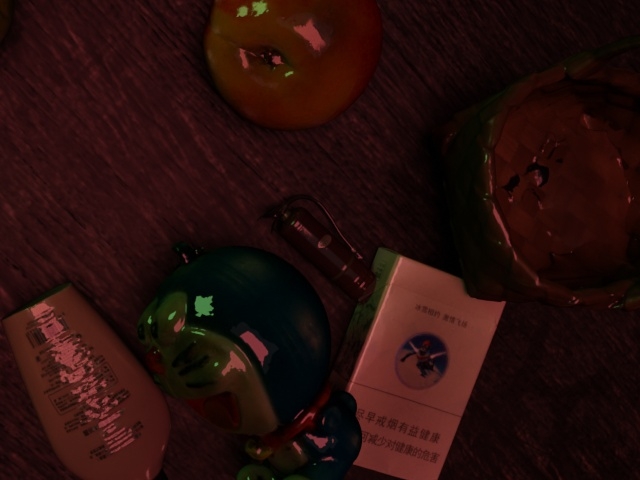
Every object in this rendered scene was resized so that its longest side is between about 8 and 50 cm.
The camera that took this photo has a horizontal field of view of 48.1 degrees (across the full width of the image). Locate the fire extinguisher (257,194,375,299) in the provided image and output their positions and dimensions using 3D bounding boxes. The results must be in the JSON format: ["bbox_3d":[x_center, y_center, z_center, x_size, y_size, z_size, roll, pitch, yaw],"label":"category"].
[{"bbox_3d":[0.000,0.000,0.857,0.157,0.045,0.078,42,55,-17],"label":"fire extinguisher"}]

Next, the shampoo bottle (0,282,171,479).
[{"bbox_3d":[-0.240,0.174,0.775,0.127,0.078,0.257,-30,102,-18],"label":"shampoo bottle"}]

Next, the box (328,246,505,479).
[{"bbox_3d":[0.107,0.157,0.892,0.164,0.069,0.257,21,90,-19],"label":"box"}]

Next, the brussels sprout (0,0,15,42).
[{"bbox_3d":[-0.366,-0.228,0.672,0.151,0.122,0.149,26,65,-1],"label":"brussels sprout"}]

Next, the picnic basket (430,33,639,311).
[{"bbox_3d":[0.330,-0.069,0.778,0.337,0.337,0.293,-13,88,-16],"label":"picnic basket"}]

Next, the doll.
[{"bbox_3d":[-0.068,0.139,0.766,0.186,0.198,0.322,-40,111,-33],"label":"doll"}]

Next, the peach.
[{"bbox_3d":[-0.029,-0.215,0.784,0.190,0.192,0.190,6,111,17],"label":"peach"}]
